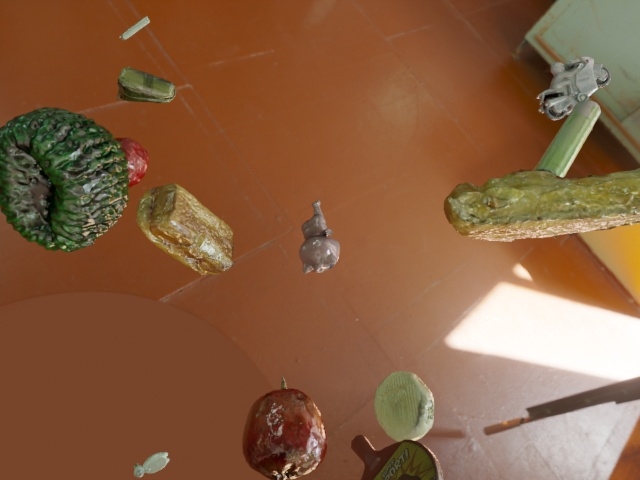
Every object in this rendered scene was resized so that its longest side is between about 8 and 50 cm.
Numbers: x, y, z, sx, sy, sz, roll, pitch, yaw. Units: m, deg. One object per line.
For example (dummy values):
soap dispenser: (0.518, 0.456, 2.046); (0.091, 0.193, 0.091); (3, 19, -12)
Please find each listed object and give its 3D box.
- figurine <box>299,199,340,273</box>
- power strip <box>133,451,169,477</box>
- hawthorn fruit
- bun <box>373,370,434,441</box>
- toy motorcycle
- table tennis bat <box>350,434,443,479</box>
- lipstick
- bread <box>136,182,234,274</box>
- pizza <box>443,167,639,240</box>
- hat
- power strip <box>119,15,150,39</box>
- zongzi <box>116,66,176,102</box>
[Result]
figurine: (0.000, 0.000, 1.881); (0.186, 0.176, 0.288); (35, 32, -47)
power strip: (-0.408, 0.535, 1.158); (0.083, 0.055, 0.035); (-20, 34, -30)
hawthorn fruit: (-0.076, 0.384, 0.998); (0.179, 0.179, 0.201); (8, 51, -22)
bun: (0.277, 0.535, 1.540); (0.134, 0.220, 0.221); (16, 55, -39)
toy motorcycle: (0.832, -0.525, 1.611); (0.260, 0.110, 0.171); (-37, 83, -2)
table tennis bat: (0.182, 0.643, 1.296); (0.051, 0.414, 0.268); (44, 81, -16)
lipstick: (0.648, -0.253, 1.271); (0.076, 0.076, 0.304); (40, 66, -1)
bread: (-0.418, -0.023, 1.512); (0.344, 0.148, 0.195); (49, 34, -49)
pizza: (0.306, -0.047, 0.578); (0.280, 0.287, 0.075); (9, 76, -67)
hat: (-0.495, -0.152, 1.011); (0.242, 0.274, 0.332); (25, 27, -2)
power strip: (-0.478, -0.546, 1.243); (0.090, 0.040, 0.016); (-43, 120, -11)
zongzi: (-0.343, -0.284, 0.943); (0.104, 0.113, 0.052); (17, 70, -22)
